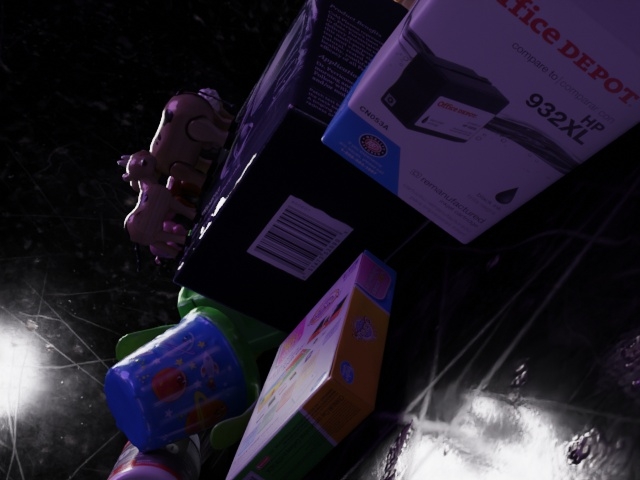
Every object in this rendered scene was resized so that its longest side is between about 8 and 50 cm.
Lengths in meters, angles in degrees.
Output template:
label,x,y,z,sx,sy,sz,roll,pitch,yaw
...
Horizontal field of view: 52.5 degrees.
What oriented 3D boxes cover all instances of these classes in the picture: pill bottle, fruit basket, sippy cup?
label,x,y,z,sx,sy,sz,roll,pitch,yaw
pill bottle,-0.316,0.453,1.246,0.161,0.161,0.283,-54,7,2
fruit basket,-0.187,0.169,1.540,0.283,0.392,0.392,-21,13,8
sippy cup,-0.269,0.271,1.216,0.224,0.240,0.305,-22,1,-39

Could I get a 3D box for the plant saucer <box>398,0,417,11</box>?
label,x,y,z,sx,sy,sz,roll,pitch,yaw
plant saucer,0.216,-0.534,1.334,0.278,0.041,0.278,-55,9,13

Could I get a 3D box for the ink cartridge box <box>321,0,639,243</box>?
label,x,y,z,sx,sy,sz,roll,pitch,yaw
ink cartridge box,0.176,-0.162,0.681,0.307,0.223,0.129,-45,12,52

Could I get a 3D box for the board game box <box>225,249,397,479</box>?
label,x,y,z,sx,sy,sz,roll,pitch,yaw
board game box,-0.004,0.179,0.892,0.242,0.064,0.316,-50,8,28

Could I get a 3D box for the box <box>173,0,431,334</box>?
label,x,y,z,sx,sy,sz,roll,pitch,yaw
box,-0.007,-0.158,1.220,0.480,0.297,0.471,-48,21,41

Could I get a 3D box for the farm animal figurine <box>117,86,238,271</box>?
label,x,y,z,sx,sy,sz,roll,pitch,yaw
farm animal figurine,-0.286,-0.138,1.216,0.326,0.172,0.330,-62,16,9

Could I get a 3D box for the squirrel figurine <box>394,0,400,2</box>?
label,x,y,z,sx,sy,sz,roll,pitch,yaw
squirrel figurine,0.340,-0.727,1.705,0.397,0.370,0.281,-53,7,4
